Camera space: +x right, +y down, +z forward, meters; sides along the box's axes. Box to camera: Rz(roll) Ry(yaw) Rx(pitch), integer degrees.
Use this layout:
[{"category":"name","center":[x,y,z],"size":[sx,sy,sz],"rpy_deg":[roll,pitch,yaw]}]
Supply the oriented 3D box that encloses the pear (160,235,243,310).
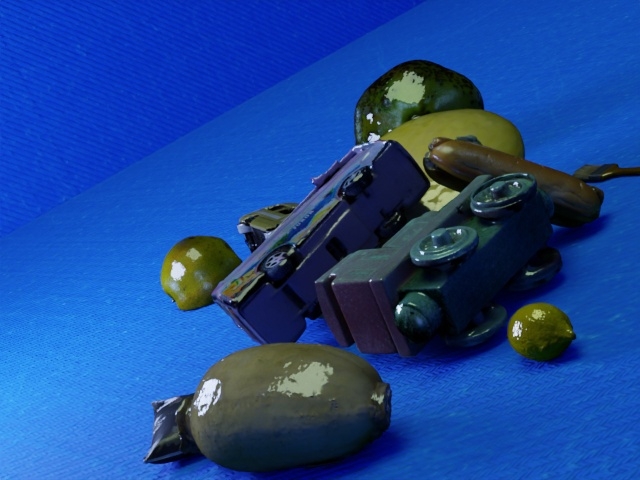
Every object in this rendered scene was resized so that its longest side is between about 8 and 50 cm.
[{"category":"pear","center":[-0.201,0.045,2.322],"size":[0.141,0.104,0.141],"rpy_deg":[-26,16,8]}]

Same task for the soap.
[{"category":"soap","center":[0.123,-0.029,1.995],"size":[0.306,0.115,0.427],"rpy_deg":[-3,45,44]}]

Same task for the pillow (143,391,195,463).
[{"category":"pillow","center":[-0.170,0.230,1.740],"size":[0.090,0.048,0.150],"rpy_deg":[-30,18,6]}]

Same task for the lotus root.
[{"category":"lotus root","center":[-0.048,0.182,1.555],"size":[0.303,0.131,0.146],"rpy_deg":[-11,20,40]}]

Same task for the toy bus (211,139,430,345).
[{"category":"toy bus","center":[0.000,0.000,1.878],"size":[0.317,0.112,0.138],"rpy_deg":[-46,25,-14]}]

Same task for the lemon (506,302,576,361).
[{"category":"lemon","center":[0.242,0.100,1.533],"size":[0.065,0.065,0.092],"rpy_deg":[-35,19,-34]}]

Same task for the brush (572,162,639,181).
[{"category":"brush","center":[0.431,-0.100,2.017],"size":[0.043,0.014,0.170],"rpy_deg":[-35,19,-31]}]

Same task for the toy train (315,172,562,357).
[{"category":"toy train","center":[0.155,0.026,1.733],"size":[0.221,0.150,0.304],"rpy_deg":[-3,27,44]}]

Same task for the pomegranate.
[{"category":"pomegranate","center":[0.170,-0.176,2.413],"size":[0.222,0.276,0.204],"rpy_deg":[-4,56,2]}]

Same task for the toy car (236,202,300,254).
[{"category":"toy car","center":[-0.044,0.000,2.234],"size":[0.124,0.101,0.257],"rpy_deg":[-25,13,-16]}]

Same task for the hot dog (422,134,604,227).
[{"category":"hot dog","center":[0.256,-0.080,1.858],"size":[0.100,0.249,0.068],"rpy_deg":[149,139,-74]}]
